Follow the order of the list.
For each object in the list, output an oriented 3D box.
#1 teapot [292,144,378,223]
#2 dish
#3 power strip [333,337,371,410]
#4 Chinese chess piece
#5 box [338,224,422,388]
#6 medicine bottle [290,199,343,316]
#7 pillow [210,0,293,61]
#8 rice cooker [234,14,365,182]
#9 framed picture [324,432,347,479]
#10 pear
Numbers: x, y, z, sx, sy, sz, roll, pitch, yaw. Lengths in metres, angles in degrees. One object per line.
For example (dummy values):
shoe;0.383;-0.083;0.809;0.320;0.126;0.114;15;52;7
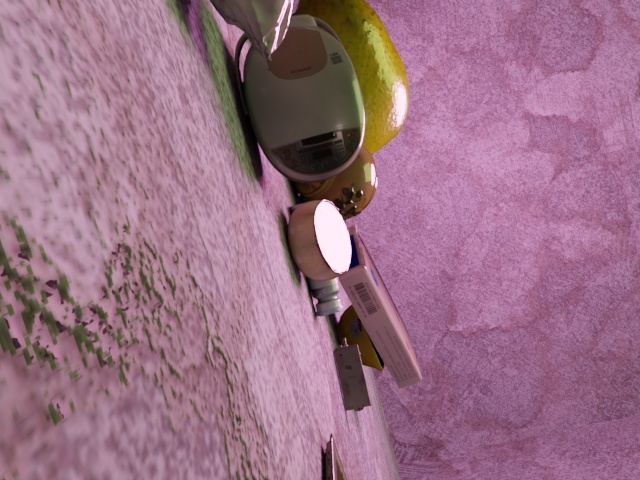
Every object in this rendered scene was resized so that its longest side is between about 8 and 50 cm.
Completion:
teapot;0.010;-0.118;0.883;0.183;0.173;0.269;19;77;-43
dish;0.085;0.222;1.050;0.148;0.080;0.207;57;13;-46
power strip;0.059;0.251;0.841;0.019;0.051;0.136;76;1;-65
Chinese chess piece;0.000;0.000;0.667;0.122;0.051;0.121;40;42;-49
box;0.131;0.152;1.032;0.343;0.065;0.200;61;12;-26
medicine bottle;-0.005;0.029;0.745;0.051;0.051;0.190;31;46;-84
pillow;-0.086;-0.346;0.354;0.310;0.139;0.283;74;5;-64
rice cooker;-0.025;-0.171;0.558;0.127;0.145;0.206;125;-51;-80
framed picture;0.036;0.362;0.419;0.273;0.016;0.216;-91;166;-73
pear;0.036;-0.391;0.959;0.342;0.239;0.318;45;-10;36
